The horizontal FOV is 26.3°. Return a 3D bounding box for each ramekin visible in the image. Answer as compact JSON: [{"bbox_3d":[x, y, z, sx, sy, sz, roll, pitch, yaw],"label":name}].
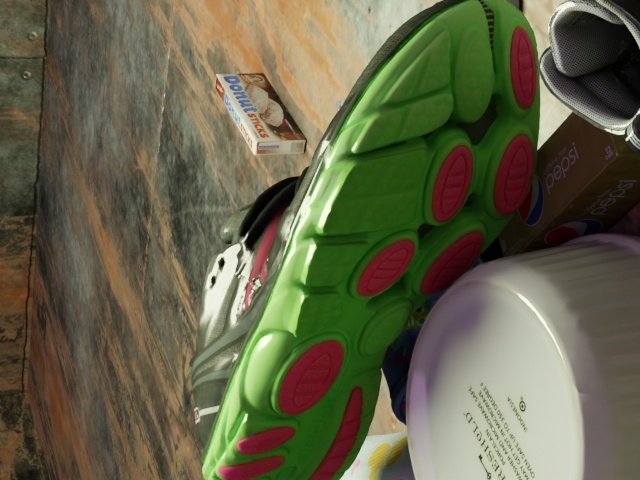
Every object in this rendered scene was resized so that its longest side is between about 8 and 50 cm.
[{"bbox_3d":[0.169,0.128,0.975,0.273,0.127,0.273,3,93,61],"label":"ramekin"}]

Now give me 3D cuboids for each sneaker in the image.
[{"bbox_3d":[0.000,0.000,1.084,0.483,0.185,0.202,-59,44,29],"label":"sneaker"},{"bbox_3d":[0.205,-0.162,0.847,0.101,0.153,0.269,119,143,-53],"label":"sneaker"}]

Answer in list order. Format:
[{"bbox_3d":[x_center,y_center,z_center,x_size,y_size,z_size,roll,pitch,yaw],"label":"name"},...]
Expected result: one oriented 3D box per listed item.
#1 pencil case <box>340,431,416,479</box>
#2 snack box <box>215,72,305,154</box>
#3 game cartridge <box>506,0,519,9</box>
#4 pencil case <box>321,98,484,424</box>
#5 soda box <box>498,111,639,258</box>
[{"bbox_3d":[0.102,0.230,1.224,0.124,0.113,0.273,46,159,-10],"label":"pencil case"},{"bbox_3d":[-0.077,-0.158,1.698,0.178,0.064,0.022,-121,33,-51],"label":"snack box"},{"bbox_3d":[0.151,-0.187,1.175,0.056,0.017,0.083,-151,61,-61],"label":"game cartridge"},{"bbox_3d":[0.087,0.012,1.225,0.133,0.119,0.306,-44,49,36],"label":"pencil case"},{"bbox_3d":[0.194,-0.044,1.017,0.181,0.061,0.058,124,139,-57],"label":"soda box"}]
